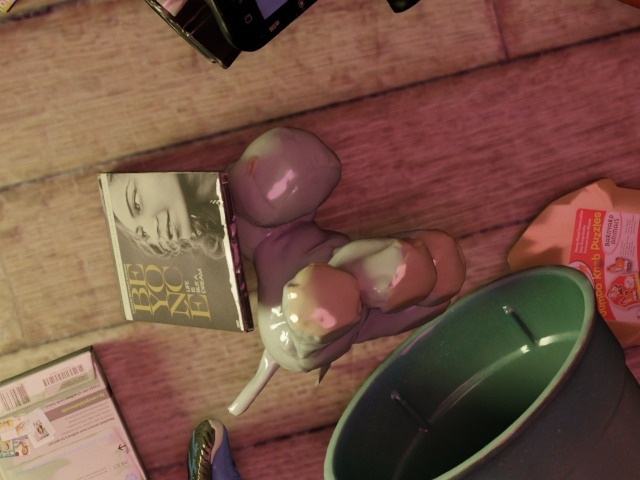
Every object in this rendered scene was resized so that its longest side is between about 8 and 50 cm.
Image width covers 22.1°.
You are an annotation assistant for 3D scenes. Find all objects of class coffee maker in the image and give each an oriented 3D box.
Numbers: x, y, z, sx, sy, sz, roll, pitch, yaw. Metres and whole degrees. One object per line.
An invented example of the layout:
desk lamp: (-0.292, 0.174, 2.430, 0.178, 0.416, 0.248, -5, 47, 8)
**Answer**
coffee maker: (-0.075, -0.268, 1.698, 0.171, 0.120, 0.178, 40, 94, -10)

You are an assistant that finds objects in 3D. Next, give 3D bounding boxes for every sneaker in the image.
sneaker: (-0.100, 0.292, 1.810, 0.081, 0.080, 0.211, -9, 109, -9)

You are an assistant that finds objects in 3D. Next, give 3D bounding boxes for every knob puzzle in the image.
knob puzzle: (0.301, 0.024, 1.817, 0.213, 0.030, 0.213, -1, 100, -5)

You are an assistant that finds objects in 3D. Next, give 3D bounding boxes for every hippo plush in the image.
hippo plush: (0.000, 0.000, 1.723, 0.234, 0.294, 0.236, -19, 74, -27)

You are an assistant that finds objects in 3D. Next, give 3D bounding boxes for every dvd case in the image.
dvd case: (-0.154, 0.009, 1.700, 0.018, 0.221, 0.164, -17, 102, -38)

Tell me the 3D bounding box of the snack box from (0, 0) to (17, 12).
snack box: (-0.354, -0.320, 1.709, 0.141, 0.037, 0.100, 38, 95, -9)

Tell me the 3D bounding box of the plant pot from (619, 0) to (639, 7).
plant pot: (0.446, -0.319, 1.673, 0.236, 0.267, 0.267, 29, 96, -21)

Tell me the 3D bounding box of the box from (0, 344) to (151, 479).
box: (-0.281, 0.227, 1.800, 0.145, 0.038, 0.186, -23, 99, 0)

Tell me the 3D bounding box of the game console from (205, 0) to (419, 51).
game console: (0.009, -0.296, 1.627, 0.361, 0.044, 0.213, -46, 110, -39)

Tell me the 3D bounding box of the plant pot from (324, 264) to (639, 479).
plant pot: (0.240, 0.259, 1.716, 0.341, 0.341, 0.334, -41, 108, 2)
